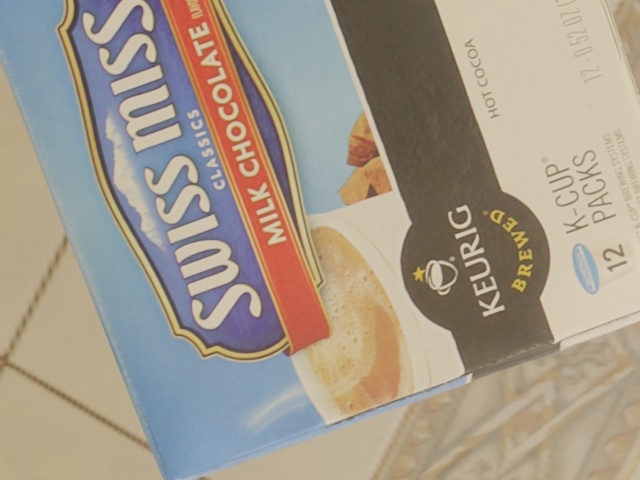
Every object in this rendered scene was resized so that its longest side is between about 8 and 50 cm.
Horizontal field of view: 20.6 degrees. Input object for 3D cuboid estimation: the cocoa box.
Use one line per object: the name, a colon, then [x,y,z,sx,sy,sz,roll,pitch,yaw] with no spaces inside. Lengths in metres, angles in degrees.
cocoa box: [0.001,-0.063,0.825,0.228,0.347,0.231,-20,97,1]
